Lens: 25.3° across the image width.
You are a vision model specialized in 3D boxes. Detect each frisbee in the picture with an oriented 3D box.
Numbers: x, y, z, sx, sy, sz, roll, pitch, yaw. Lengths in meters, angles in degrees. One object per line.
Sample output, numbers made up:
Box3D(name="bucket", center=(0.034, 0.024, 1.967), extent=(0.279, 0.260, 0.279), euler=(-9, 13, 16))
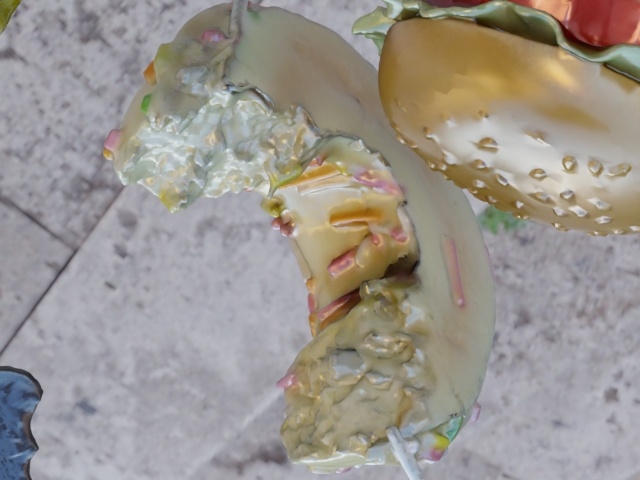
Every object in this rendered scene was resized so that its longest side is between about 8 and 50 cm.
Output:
Box3D(name="frisbee", center=(-0.159, 0.182, 0.803), extent=(0.187, 0.012, 0.211), euler=(20, 98, -18))

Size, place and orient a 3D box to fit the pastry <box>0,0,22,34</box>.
Box3D(name="pastry", center=(-0.159, -0.125, 0.518), extent=(0.132, 0.240, 0.235), euler=(37, 155, 5))

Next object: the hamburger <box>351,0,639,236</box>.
Box3D(name="hamburger", center=(0.160, -0.116, 0.903), extent=(0.274, 0.212, 0.274), euler=(21, 171, 4))

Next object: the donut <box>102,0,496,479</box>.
Box3D(name="donut", center=(-0.002, -0.009, 1.102), extent=(0.150, 0.307, 0.371), euler=(-27, 99, 30))
